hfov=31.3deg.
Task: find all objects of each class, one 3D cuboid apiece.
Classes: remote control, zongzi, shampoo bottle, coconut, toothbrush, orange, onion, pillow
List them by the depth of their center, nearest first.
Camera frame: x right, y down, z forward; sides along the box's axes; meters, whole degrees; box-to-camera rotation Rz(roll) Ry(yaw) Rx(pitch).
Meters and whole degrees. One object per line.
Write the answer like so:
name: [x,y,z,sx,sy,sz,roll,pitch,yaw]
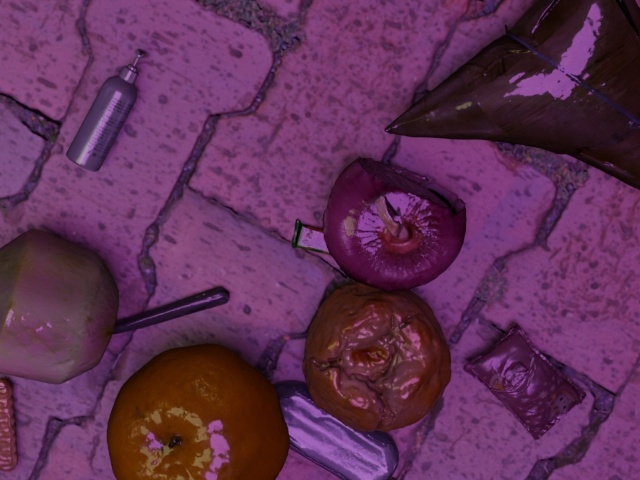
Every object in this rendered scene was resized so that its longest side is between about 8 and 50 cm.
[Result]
zongzi: [0.348,-0.157,1.662,0.393,0.174,0.356,-38,105,8]
coconut: [-0.423,0.102,1.688,0.235,0.204,0.236,-4,121,-7]
onion: [0.103,-0.014,1.694,0.207,0.200,0.201,6,105,-33]
shampoo bottle: [-0.310,-0.198,1.695,0.056,0.056,0.195,29,100,-8]
orange: [-0.183,0.295,1.719,0.279,0.235,0.279,-1,86,18]
toothbrush: [-0.283,0.129,1.787,0.297,0.030,0.030,-18,129,1]
pillow: [0.326,0.224,1.818,0.118,0.043,0.185,-43,104,2]
remote control: [0.014,0.314,1.827,0.247,0.052,0.104,30,100,-5]

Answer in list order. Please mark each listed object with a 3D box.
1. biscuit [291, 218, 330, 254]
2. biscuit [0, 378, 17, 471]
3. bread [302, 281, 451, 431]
biscuit: [0.000,0.000,1.768,0.089,0.016,0.046,14,102,-5]
biscuit: [-0.610,0.294,1.815,0.249,0.030,0.160,-1,103,-1]
bread: [0.089,0.184,1.748,0.244,0.134,0.244,0,95,0]
